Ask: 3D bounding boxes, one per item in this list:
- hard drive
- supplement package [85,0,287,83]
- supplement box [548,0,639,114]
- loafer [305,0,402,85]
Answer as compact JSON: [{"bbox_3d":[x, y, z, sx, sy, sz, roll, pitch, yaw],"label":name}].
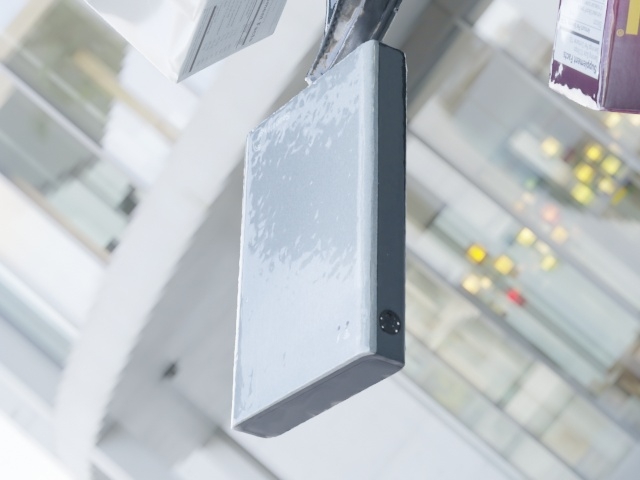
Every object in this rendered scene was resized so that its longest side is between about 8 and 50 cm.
[{"bbox_3d":[0.000,0.000,0.738,0.094,0.022,0.135,-34,46,47],"label":"hard drive"},{"bbox_3d":[-0.145,-0.316,1.700,0.145,0.262,0.204,-33,-21,-42],"label":"supplement package"},{"bbox_3d":[0.169,-0.149,0.819,0.081,0.104,0.188,-125,39,-75],"label":"supplement box"},{"bbox_3d":[0.030,-0.204,1.265,0.076,0.078,0.223,-83,14,-69],"label":"loafer"}]
